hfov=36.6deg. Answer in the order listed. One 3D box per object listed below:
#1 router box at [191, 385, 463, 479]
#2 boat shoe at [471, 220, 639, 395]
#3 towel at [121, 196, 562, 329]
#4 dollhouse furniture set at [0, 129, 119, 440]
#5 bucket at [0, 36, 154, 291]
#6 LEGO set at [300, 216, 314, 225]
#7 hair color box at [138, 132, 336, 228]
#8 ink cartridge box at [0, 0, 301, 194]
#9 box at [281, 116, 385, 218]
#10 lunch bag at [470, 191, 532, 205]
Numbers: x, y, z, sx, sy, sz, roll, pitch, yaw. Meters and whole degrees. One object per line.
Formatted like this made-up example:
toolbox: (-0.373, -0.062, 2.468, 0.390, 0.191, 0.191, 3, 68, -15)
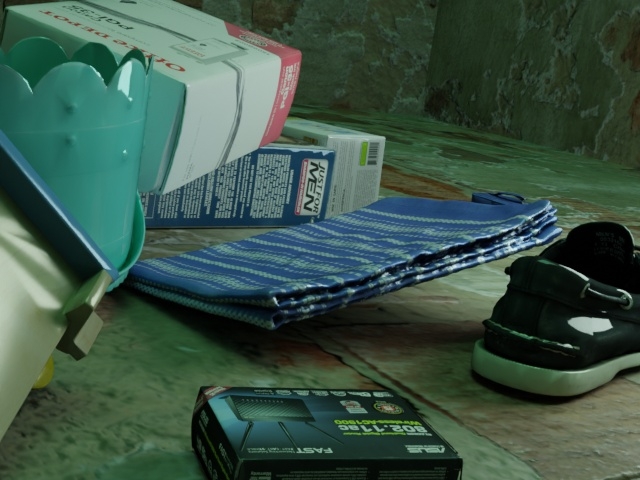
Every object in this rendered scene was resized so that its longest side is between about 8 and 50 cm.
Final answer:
router box: (0.000, 0.112, 0.512, 0.122, 0.038, 0.092, 4, 13, -21)
boat shoe: (0.233, 0.040, 0.828, 0.127, 0.113, 0.340, 16, 14, 36)
towel: (0.018, 0.003, 0.849, 0.336, 0.040, 0.243, -14, 14, -37)
dollhouse furniture set: (-0.280, 0.041, 0.444, 0.198, 0.303, 0.286, -28, 24, 21)
bucket: (-0.266, -0.063, 0.758, 0.281, 0.183, 0.281, 4, 16, -1)
LEGO set: (-0.002, 0.000, 1.092, 0.054, 0.023, 0.083, 7, 25, 4)
hair color box: (-0.172, -0.083, 1.152, 0.347, 0.105, 0.174, -1, 16, -39)
ink cartridge box: (-0.171, -0.164, 1.006, 0.207, 0.117, 0.283, 24, 23, 12)
box: (-0.020, -0.104, 1.326, 0.103, 0.114, 0.203, -3, 16, -39)
lunch bag: (0.247, -0.032, 1.294, 0.067, 0.065, 0.098, -3, 16, -43)
